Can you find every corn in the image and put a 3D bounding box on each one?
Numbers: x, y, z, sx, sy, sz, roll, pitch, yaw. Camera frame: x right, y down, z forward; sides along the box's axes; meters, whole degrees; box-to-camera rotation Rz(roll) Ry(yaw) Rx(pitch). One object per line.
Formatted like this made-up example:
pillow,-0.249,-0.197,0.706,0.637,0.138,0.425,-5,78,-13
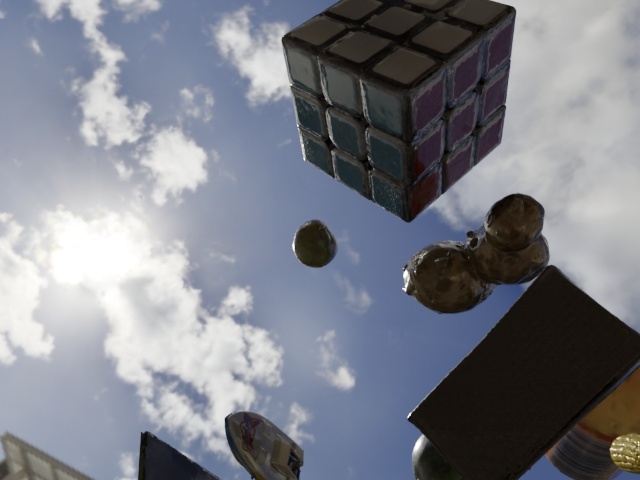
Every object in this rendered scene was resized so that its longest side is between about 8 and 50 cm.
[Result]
corn,0.551,0.366,0.976,0.067,0.206,0.068,-3,-109,8

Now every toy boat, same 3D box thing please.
toy boat,-0.129,0.471,1.287,0.088,0.129,0.295,-15,-50,25

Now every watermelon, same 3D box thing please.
watermelon,0.377,0.639,1.622,0.242,0.242,0.243,13,-63,26

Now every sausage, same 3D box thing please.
sausage,0.657,0.422,1.361,0.233,0.233,0.287,19,-35,23

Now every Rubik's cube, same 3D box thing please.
Rubik's cube,0.147,-0.275,1.076,0.301,0.303,0.305,34,-30,34

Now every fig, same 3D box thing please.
fig,0.000,0.000,1.677,0.149,0.149,0.245,55,-17,-1

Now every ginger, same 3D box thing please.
ginger,0.316,0.028,1.093,0.304,0.244,0.155,-43,-127,34

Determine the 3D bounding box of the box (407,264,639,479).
box,0.270,0.183,0.729,0.273,0.184,0.143,-49,-119,8

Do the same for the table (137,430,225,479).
table,-0.266,0.457,0.748,0.250,0.282,0.196,-35,-56,11
